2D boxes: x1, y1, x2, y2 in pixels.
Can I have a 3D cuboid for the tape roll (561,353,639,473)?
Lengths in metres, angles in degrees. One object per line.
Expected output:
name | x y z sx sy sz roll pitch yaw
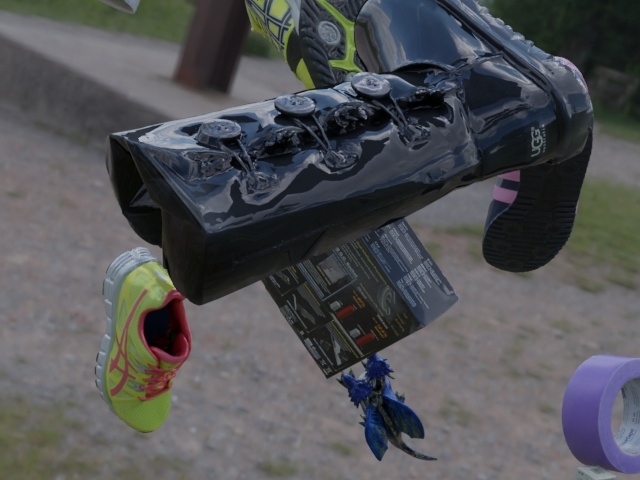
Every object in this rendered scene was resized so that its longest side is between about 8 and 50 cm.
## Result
tape roll | 0.488 0.284 2.173 0.189 0.189 0.080 8 -4 -37

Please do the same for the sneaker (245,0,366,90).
sneaker | -0.021 -0.323 1.943 0.145 0.147 0.385 -9 71 -37

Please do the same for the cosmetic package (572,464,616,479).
cosmetic package | 0.422 0.418 2.112 0.060 0.115 0.041 5 19 -43

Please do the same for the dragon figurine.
dragon figurine | 0.099 0.265 1.967 0.085 0.289 0.144 -27 26 -1

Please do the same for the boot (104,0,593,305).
boot | -0.011 -0.122 1.345 0.445 0.146 0.367 -23 34 -23

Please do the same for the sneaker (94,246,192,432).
sneaker | -0.171 0.116 1.339 0.081 0.209 0.094 -25 39 -36

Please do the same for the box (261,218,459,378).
box | 0.000 0.000 1.632 0.076 0.242 0.307 -34 89 -35

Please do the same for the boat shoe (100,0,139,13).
boat shoe | -0.260 -0.353 1.509 0.113 0.105 0.306 25 -7 15

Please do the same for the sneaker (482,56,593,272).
sneaker | 0.280 -0.091 1.683 0.112 0.319 0.131 11 50 -2
